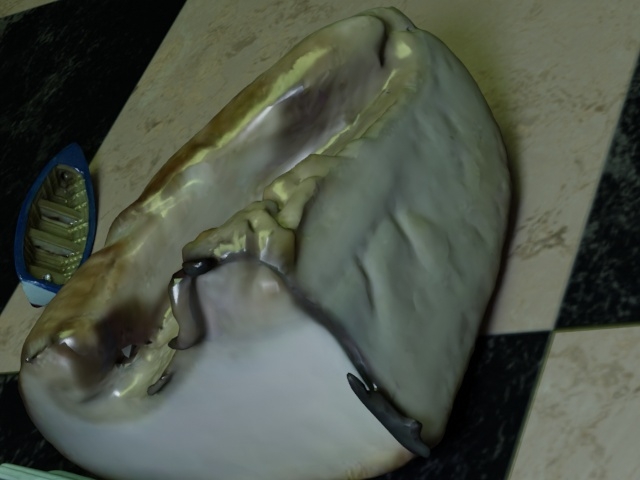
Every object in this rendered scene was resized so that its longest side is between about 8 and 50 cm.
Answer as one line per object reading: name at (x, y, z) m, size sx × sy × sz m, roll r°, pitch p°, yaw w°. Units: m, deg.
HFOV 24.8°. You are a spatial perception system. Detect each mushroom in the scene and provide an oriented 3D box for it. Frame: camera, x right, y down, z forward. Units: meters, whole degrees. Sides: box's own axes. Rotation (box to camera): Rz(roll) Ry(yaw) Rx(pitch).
mushroom at (-0.022, 0.004, 1.147) m, size 0.313 × 0.224 × 0.397 m, roll -28°, pitch 25°, yaw 41°

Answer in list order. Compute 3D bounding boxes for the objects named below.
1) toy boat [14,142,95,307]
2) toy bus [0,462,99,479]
toy boat at (-0.273, -0.018, 1.505) m, size 0.229 × 0.080 × 0.046 m, roll -92°, pitch 26°, yaw -50°
toy bus at (-0.175, 0.253, 1.028) m, size 0.271 × 0.133 × 0.165 m, roll 3°, pitch 47°, yaw 48°
